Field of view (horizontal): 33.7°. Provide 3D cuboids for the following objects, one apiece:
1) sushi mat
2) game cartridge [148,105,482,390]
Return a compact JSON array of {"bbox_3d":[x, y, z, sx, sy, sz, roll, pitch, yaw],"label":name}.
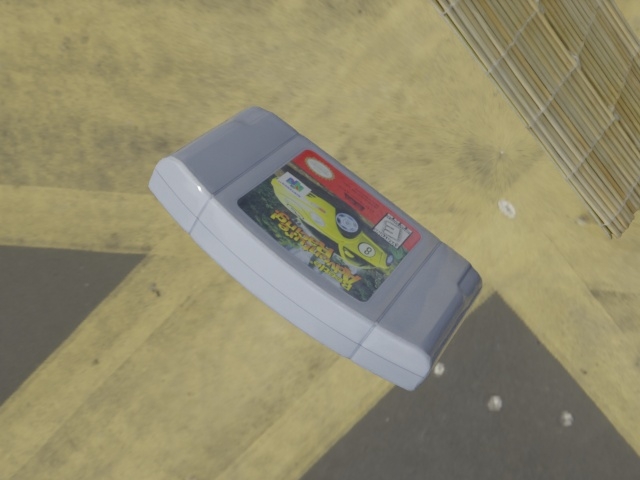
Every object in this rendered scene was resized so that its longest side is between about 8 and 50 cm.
[{"bbox_3d":[0.206,-0.152,0.884,0.316,0.019,0.151,45,67,-32],"label":"sushi mat"},{"bbox_3d":[0.000,0.000,0.948,0.294,0.196,0.060,37,126,5],"label":"game cartridge"}]
